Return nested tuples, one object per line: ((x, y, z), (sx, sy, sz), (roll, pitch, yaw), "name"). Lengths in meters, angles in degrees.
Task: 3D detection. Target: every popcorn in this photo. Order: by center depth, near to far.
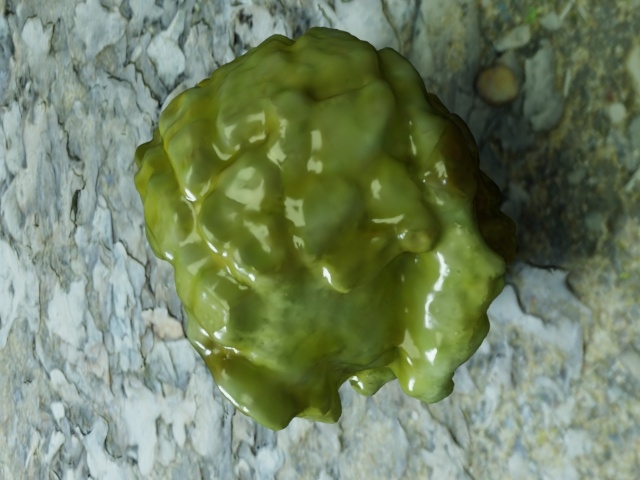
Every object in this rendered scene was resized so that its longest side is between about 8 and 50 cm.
((0.008, -0.005, 0.895), (0.237, 0.293, 0.293), (-28, 61, -1), "popcorn")
